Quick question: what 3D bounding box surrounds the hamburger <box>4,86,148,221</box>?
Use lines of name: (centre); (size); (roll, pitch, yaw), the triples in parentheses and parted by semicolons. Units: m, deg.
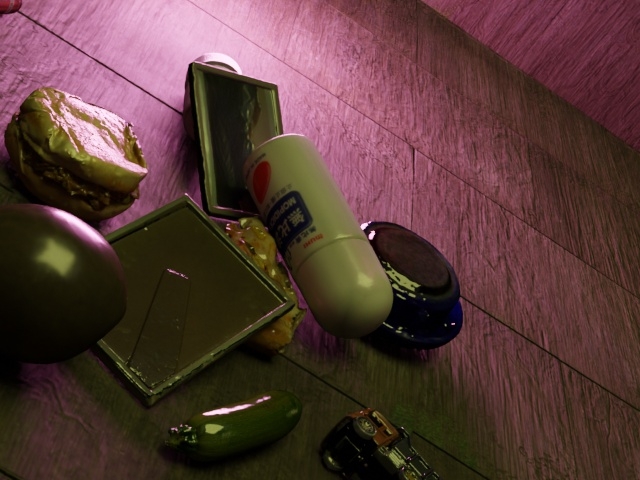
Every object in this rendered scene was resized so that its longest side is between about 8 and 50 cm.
hamburger: (-0.342, -0.122, 1.907); (0.214, 0.108, 0.213); (31, 27, -18)

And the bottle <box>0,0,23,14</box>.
bottle: (-0.543, -0.383, 2.137); (0.060, 0.060, 0.164); (44, 26, 12)

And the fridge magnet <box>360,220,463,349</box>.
fridge magnet: (0.120, 0.066, 2.189); (0.266, 0.112, 0.265); (25, 31, -17)

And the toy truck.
toy truck: (0.094, 0.310, 1.791); (0.192, 0.083, 0.092); (46, 27, 14)

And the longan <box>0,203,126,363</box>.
longan: (-0.325, 0.052, 1.555); (0.212, 0.198, 0.198); (30, 24, -45)

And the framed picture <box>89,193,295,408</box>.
framed picture: (-0.201, 0.070, 1.788); (0.232, 0.024, 0.315); (45, 39, 12)

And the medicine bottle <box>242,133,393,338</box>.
medicine bottle: (0.000, 0.000, 2.065); (0.130, 0.130, 0.341); (10, 42, -45)

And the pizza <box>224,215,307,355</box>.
pizza: (-0.097, 0.055, 1.977); (0.189, 0.071, 0.297); (34, 25, -8)

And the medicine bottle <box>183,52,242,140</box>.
medicine bottle: (-0.182, -0.240, 2.318); (0.105, 0.105, 0.168); (28, 27, -21)

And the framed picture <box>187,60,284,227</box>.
framed picture: (-0.128, -0.151, 2.203); (0.192, 0.018, 0.265); (9, 66, -44)

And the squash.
squash: (-0.095, 0.231, 1.693); (0.069, 0.069, 0.258); (48, 27, 19)
